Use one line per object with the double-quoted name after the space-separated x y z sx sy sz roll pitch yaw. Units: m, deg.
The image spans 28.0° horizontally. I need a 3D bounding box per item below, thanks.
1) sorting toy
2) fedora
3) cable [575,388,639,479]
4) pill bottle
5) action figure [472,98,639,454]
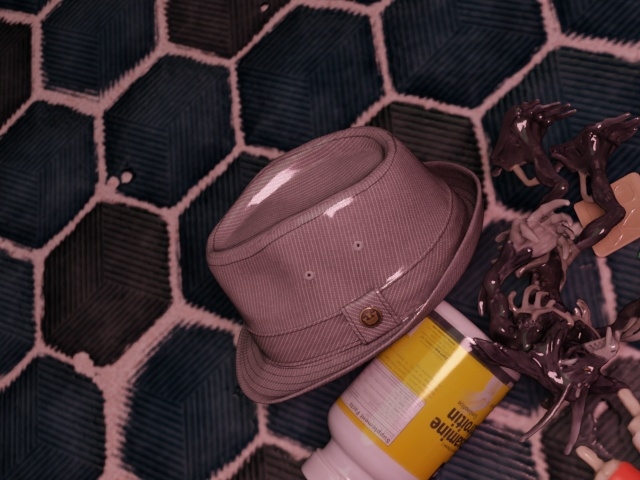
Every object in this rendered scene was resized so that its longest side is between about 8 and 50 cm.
0.257 -0.010 1.087 0.062 0.012 0.083 -29 59 17 "sorting toy"
0.000 0.000 1.097 0.275 0.124 0.243 -29 29 21 "fedora"
0.302 0.228 0.923 0.139 0.072 0.287 -44 56 3 "cable"
0.071 0.143 1.062 0.184 0.103 0.103 -49 56 1 "pill bottle"
0.200 0.019 1.005 0.141 0.164 0.275 -38 43 53 "action figure"
